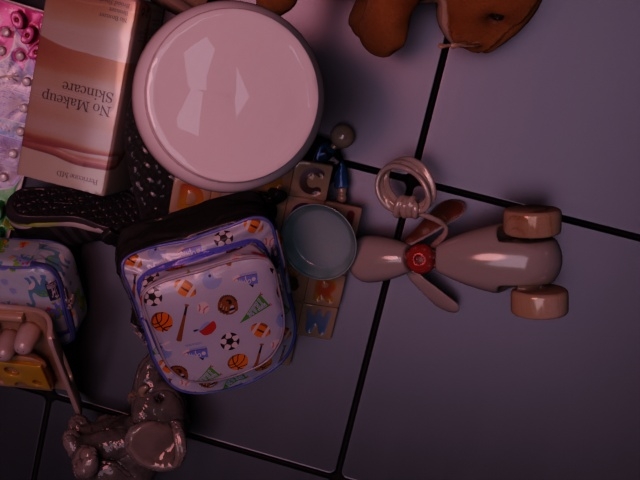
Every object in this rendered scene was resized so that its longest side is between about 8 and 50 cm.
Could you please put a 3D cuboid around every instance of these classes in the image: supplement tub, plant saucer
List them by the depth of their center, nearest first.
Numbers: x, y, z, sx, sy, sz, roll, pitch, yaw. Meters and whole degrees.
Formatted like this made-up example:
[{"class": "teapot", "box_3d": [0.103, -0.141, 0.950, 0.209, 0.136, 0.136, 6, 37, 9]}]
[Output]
[{"class": "supplement tub", "box_3d": [-0.122, -0.183, 1.342, 0.235, 0.325, 0.235, -1, 96, -8]}, {"class": "plant saucer", "box_3d": [0.000, 0.000, 1.547, 0.119, 0.021, 0.119, 7, 110, 19]}]

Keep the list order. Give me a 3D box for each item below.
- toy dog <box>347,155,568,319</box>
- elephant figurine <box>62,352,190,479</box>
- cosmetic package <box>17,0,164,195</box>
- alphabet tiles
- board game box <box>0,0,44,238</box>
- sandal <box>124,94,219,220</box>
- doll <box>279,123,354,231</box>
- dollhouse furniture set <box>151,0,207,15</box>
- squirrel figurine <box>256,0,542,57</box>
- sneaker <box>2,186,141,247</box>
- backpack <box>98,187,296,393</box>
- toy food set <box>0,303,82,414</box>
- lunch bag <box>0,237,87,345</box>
[{"class": "toy dog", "box_3d": [0.225, 0.016, 1.544, 0.333, 0.161, 0.220, 23, 105, 20]}, {"class": "elephant figurine", "box_3d": [-0.271, 0.296, 1.640, 0.239, 0.186, 0.169, -32, 51, 7]}, {"class": "cosmetic package", "box_3d": [-0.350, -0.231, 1.584, 0.153, 0.129, 0.296, 12, 101, 7]}, {"class": "alphabet tiles", "box_3d": [-0.099, 0.031, 1.588, 0.285, 0.011, 0.343, 10, 112, -7]}, {"class": "board game box", "box_3d": [-0.644, -0.219, 1.630, 0.390, 0.050, 0.390, 16, 101, -7]}, {"class": "sandal", "box_3d": [-0.208, -0.082, 1.609, 0.167, 0.107, 0.446, 4, 112, 5]}, {"class": "doll", "box_3d": [-0.012, -0.099, 1.593, 0.129, 0.046, 0.189, 40, 96, 11]}, {"class": "dollhouse furniture set", "box_3d": [-0.219, -0.503, 1.565, 0.355, 0.174, 0.303, 30, 83, -25]}, {"class": "squirrel figurine", "box_3d": [0.144, -0.441, 1.408, 0.370, 0.281, 0.397, 16, 103, 0]}, {"class": "sneaker", "box_3d": [-0.386, -0.032, 1.659, 0.234, 0.084, 0.097, 8, 144, -5]}, {"class": "backpack", "box_3d": [-0.151, 0.089, 1.501, 0.276, 0.213, 0.263, -14, 123, -1]}, {"class": "toy food set", "box_3d": [-0.540, 0.197, 1.640, 0.306, 0.092, 0.220, 5, 139, 8]}, {"class": "lunch bag", "box_3d": [-0.490, 0.085, 1.656, 0.219, 0.090, 0.176, 3, 126, 9]}]
